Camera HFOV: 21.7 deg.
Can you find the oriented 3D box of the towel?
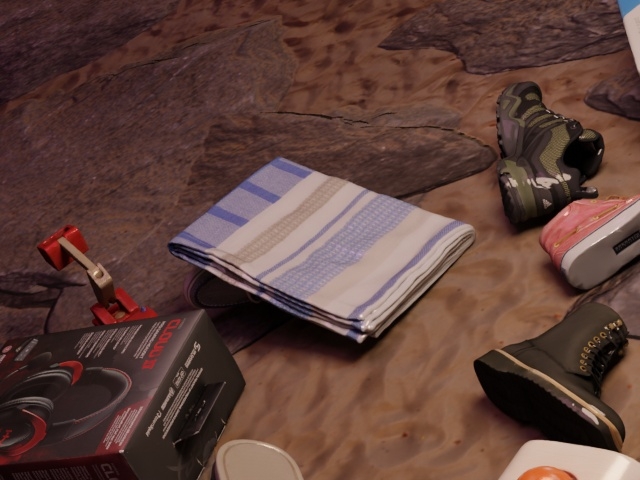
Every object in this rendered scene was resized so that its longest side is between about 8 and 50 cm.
[{"bbox_3d":[0.000,0.000,1.793,0.285,0.034,0.209,22,47,33],"label":"towel"}]

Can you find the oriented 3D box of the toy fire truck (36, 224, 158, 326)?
[{"bbox_3d":[-0.239,0.063,1.875,0.047,0.135,0.192,-37,30,-17],"label":"toy fire truck"}]

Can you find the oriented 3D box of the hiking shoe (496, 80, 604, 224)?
[{"bbox_3d":[0.251,-0.098,1.812,0.114,0.086,0.227,-6,38,10],"label":"hiking shoe"}]

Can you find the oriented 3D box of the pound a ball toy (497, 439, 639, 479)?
[{"bbox_3d":[0.180,0.260,1.203,0.208,0.136,0.319,4,41,43],"label":"pound a ball toy"}]

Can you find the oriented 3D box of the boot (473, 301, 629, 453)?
[{"bbox_3d":[0.239,0.112,1.470,0.137,0.077,0.198,-30,29,-16],"label":"boot"}]

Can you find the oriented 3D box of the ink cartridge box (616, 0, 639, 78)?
[{"bbox_3d":[0.482,-0.242,1.767,0.307,0.129,0.223,-19,35,14],"label":"ink cartridge box"}]

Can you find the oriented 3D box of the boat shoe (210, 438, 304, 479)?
[{"bbox_3d":[-0.043,0.302,1.389,0.112,0.095,0.335,7,30,-13],"label":"boat shoe"}]

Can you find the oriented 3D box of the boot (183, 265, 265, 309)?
[{"bbox_3d":[-0.057,0.041,1.829,0.190,0.069,0.086,-23,32,0],"label":"boot"}]

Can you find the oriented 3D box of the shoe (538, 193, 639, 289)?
[{"bbox_3d":[0.302,-0.025,1.644,0.178,0.063,0.081,-32,34,0],"label":"shoe"}]

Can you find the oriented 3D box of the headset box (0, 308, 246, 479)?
[{"bbox_3d":[-0.227,0.188,1.686,0.293,0.110,0.218,-9,32,29],"label":"headset box"}]
